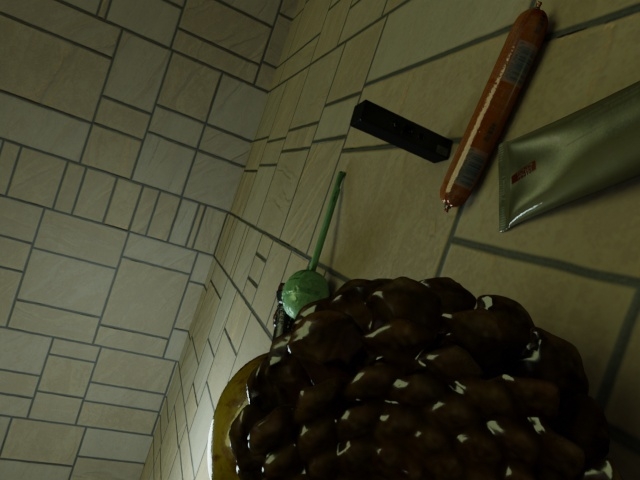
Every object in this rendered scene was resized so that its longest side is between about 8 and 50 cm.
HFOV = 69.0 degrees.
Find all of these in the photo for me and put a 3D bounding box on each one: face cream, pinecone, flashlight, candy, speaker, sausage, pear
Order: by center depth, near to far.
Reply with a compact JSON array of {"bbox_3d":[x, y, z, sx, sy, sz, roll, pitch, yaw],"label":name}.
[{"bbox_3d":[0.099,0.201,0.505,0.384,0.385,0.384,-50,30,44],"label":"pinecone"},{"bbox_3d":[0.320,-0.108,0.537,0.341,0.084,0.137,150,125,-69],"label":"face cream"},{"bbox_3d":[0.274,-0.205,0.742,0.347,0.053,0.053,-68,22,11],"label":"sausage"},{"bbox_3d":[-0.070,0.348,0.844,0.280,0.281,0.280,-50,30,44],"label":"pear"},{"bbox_3d":[0.149,-0.195,0.848,0.046,0.191,0.040,-2,71,68],"label":"speaker"},{"bbox_3d":[0.000,0.000,1.208,0.119,0.119,0.439,-34,36,58],"label":"candy"},{"bbox_3d":[-0.095,0.233,1.246,0.093,0.093,0.231,-14,60,65],"label":"flashlight"}]
